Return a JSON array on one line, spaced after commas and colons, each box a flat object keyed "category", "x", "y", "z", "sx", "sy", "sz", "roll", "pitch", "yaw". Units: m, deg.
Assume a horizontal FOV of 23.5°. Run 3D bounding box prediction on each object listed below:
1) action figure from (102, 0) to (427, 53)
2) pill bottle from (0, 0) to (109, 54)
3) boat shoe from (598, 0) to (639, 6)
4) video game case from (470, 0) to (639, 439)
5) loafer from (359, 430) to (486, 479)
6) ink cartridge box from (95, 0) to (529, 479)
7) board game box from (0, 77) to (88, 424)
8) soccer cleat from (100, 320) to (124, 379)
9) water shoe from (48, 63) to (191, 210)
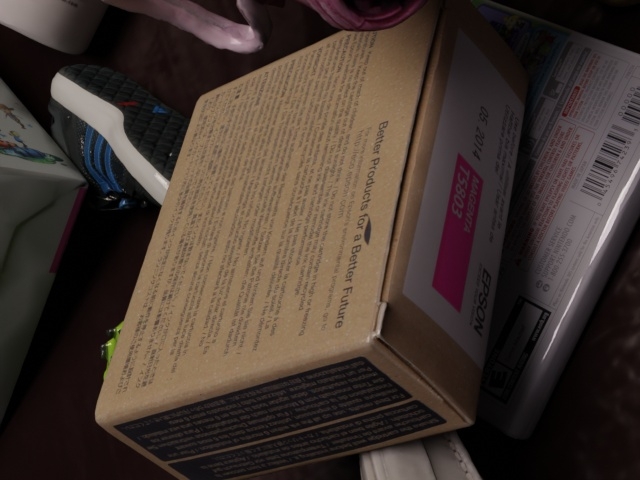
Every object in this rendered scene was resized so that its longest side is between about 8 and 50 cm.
[{"category": "action figure", "x": -0.029, "y": -0.182, "z": 0.766, "sx": 0.276, "sy": 0.248, "sz": 0.370, "roll": -66, "pitch": 32, "yaw": 19}, {"category": "pill bottle", "x": -0.184, "y": -0.265, "z": 1.136, "sx": 0.131, "sy": 0.131, "sz": 0.229, "roll": 33, "pitch": 97, "yaw": 44}, {"category": "boat shoe", "x": 0.130, "y": -0.274, "z": 0.872, "sx": 0.109, "sy": 0.098, "sz": 0.302, "roll": -29, "pitch": 57, "yaw": 32}, {"category": "video game case", "x": 0.092, "y": -0.024, "z": 0.869, "sx": 0.193, "sy": 0.023, "sz": 0.212, "roll": 30, "pitch": 96, "yaw": 44}, {"category": "loafer", "x": 0.101, "y": 0.193, "z": 0.737, "sx": 0.111, "sy": 0.112, "sz": 0.319, "roll": -20, "pitch": 54, "yaw": -5}, {"category": "ink cartridge box", "x": 0.000, "y": 0.000, "z": 0.820, "sx": 0.193, "sy": 0.088, "sz": 0.235, "roll": -18, "pitch": 43, "yaw": 37}, {"category": "board game box", "x": -0.307, "y": -0.029, "z": 1.156, "sx": 0.303, "sy": 0.097, "sz": 0.224, "roll": 44, "pitch": 119, "yaw": 42}, {"category": "soccer cleat", "x": -0.087, "y": 0.066, "z": 0.979, "sx": 0.179, "sy": 0.072, "sz": 0.060, "roll": -39, "pitch": 50, "yaw": 53}, {"category": "water shoe", "x": -0.126, "y": -0.051, "z": 1.061, "sx": 0.203, "sy": 0.073, "sz": 0.080, "roll": 43, "pitch": 128, "yaw": 46}]
